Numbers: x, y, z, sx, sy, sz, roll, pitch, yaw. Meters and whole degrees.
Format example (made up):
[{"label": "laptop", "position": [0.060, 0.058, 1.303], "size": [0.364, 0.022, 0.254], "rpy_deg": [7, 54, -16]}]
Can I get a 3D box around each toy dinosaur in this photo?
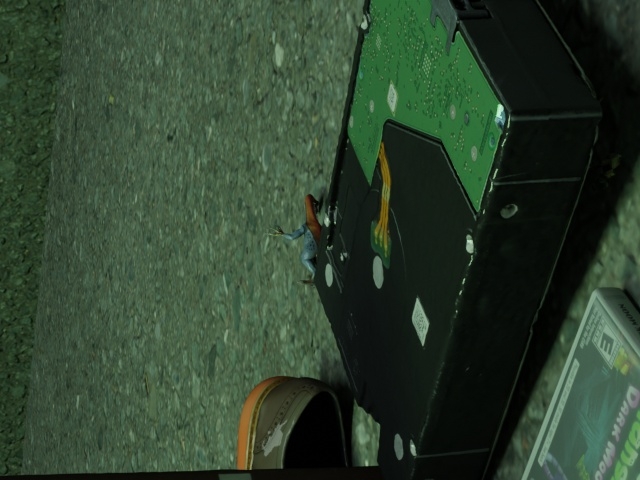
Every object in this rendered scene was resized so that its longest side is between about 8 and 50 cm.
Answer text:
[{"label": "toy dinosaur", "position": [0.000, 0.000, 1.221], "size": [0.090, 0.047, 0.082], "rpy_deg": [0, 80, 37]}]

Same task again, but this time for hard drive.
[{"label": "hard drive", "position": [0.072, -0.019, 0.916], "size": [0.237, 0.064, 0.339], "rpy_deg": [-111, 22, -45]}]

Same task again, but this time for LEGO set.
[{"label": "LEGO set", "position": [0.151, -0.067, 0.817], "size": [0.083, 0.023, 0.054], "rpy_deg": [70, 157, 15]}]

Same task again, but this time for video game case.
[{"label": "video game case", "position": [0.163, 0.151, 0.772], "size": [0.173, 0.022, 0.190], "rpy_deg": [-116, 33, -50]}]

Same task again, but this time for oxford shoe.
[{"label": "oxford shoe", "position": [-0.022, 0.247, 1.171], "size": [0.098, 0.097, 0.271], "rpy_deg": [-13, 78, 63]}]

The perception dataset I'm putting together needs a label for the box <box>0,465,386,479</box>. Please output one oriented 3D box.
[{"label": "box", "position": [-0.095, 0.255, 0.948], "size": [0.143, 0.381, 0.191], "rpy_deg": [133, 134, -61]}]
